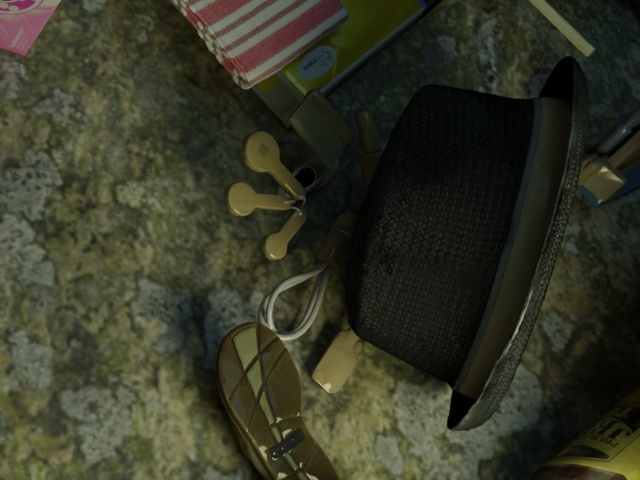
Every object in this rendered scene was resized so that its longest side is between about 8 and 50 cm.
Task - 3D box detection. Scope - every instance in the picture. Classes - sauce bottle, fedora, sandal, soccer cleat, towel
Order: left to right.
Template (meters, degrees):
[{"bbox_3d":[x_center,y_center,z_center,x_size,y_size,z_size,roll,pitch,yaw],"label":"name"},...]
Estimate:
[{"bbox_3d":[-0.079,-0.242,1.637,0.144,0.029,0.197,-37,89,-34],"label":"towel"},{"bbox_3d":[-0.041,0.157,1.511,0.072,0.049,0.180,-27,95,-31],"label":"sandal"},{"bbox_3d":[-0.007,-0.060,1.650,0.083,0.035,0.029,-36,85,-38],"label":"soccer cleat"},{"bbox_3d":[0.112,-0.012,1.546,0.152,0.334,0.334,16,56,-3],"label":"fedora"},{"bbox_3d":[0.249,0.222,1.595,0.344,0.111,0.111,-31,82,-39],"label":"sauce bottle"}]

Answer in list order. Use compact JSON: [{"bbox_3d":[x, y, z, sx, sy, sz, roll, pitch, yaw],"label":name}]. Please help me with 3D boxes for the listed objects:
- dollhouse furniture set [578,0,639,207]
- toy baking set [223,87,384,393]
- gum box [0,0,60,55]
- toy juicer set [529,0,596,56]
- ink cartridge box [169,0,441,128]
[{"bbox_3d":[0.365,-0.215,1.793,0.303,0.286,0.198,-23,73,-44],"label":"dollhouse furniture set"},{"bbox_3d":[0.005,-0.003,1.613,0.196,0.030,0.256,-22,94,-38],"label":"toy baking set"},{"bbox_3d":[-0.261,-0.239,1.506,0.107,0.188,0.062,17,58,-22],"label":"gum box"},{"bbox_3d":[0.252,-0.351,1.895,0.209,0.089,0.329,32,45,-1],"label":"toy juicer set"},{"bbox_3d":[-0.035,-0.302,1.748,0.307,0.072,0.303,48,53,-1],"label":"ink cartridge box"}]
